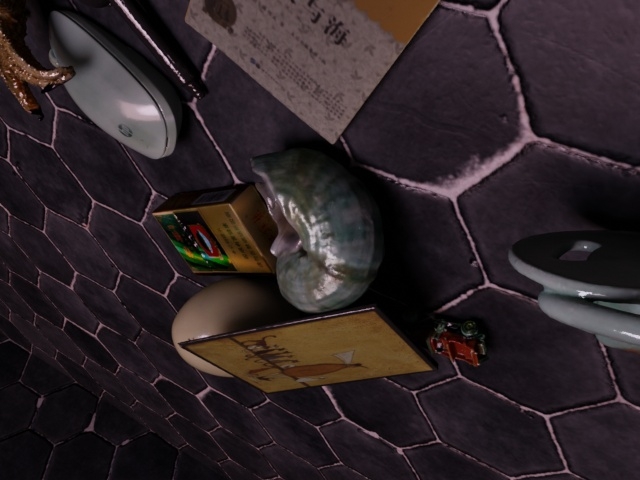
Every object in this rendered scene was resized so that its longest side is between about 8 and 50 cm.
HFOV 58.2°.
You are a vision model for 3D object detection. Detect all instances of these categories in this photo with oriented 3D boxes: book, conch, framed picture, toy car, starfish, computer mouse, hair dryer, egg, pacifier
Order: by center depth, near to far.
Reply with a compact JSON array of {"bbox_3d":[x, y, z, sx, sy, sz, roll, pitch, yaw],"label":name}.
[{"bbox_3d":[0.333,-0.017,0.484,0.344,0.288,0.268,5,105,33],"label":"pacifier"},{"bbox_3d":[-0.005,-0.299,0.629,0.269,0.032,0.389,40,144,-1],"label":"book"},{"bbox_3d":[-0.241,-0.302,0.807,0.114,0.070,0.248,-12,123,47],"label":"hair dryer"},{"bbox_3d":[0.000,0.000,0.832,0.220,0.195,0.277,33,171,42],"label":"conch"},{"bbox_3d":[-0.468,-0.344,0.859,0.303,0.113,0.312,64,159,11],"label":"starfish"},{"bbox_3d":[0.192,0.154,0.908,0.143,0.054,0.073,8,135,36],"label":"toy car"},{"bbox_3d":[-0.014,0.184,0.914,0.339,0.014,0.255,-14,144,24],"label":"framed picture"},{"bbox_3d":[-0.348,-0.242,0.933,0.288,0.097,0.159,36,145,5],"label":"computer mouse"},{"bbox_3d":[-0.153,0.160,1.070,0.186,0.242,0.185,32,128,55],"label":"egg"}]

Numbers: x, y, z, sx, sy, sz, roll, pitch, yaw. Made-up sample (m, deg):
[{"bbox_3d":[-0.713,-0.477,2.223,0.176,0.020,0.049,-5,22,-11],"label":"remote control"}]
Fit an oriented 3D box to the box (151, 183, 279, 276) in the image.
[{"bbox_3d":[-0.182,-0.014,1.046,0.240,0.071,0.159,-3,128,43],"label":"box"}]
